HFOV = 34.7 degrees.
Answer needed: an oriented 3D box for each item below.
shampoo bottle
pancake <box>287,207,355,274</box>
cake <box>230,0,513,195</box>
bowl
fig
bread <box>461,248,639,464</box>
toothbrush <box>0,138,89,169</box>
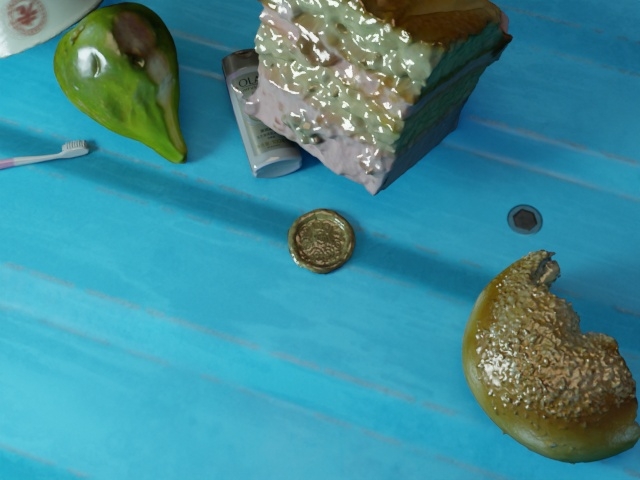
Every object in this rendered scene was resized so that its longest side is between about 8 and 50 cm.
[{"bbox_3d":[-0.098,-0.212,1.685,0.086,0.056,0.227,-12,64,-10],"label":"shampoo bottle"},{"bbox_3d":[0.000,0.001,1.603,0.115,0.011,0.115,-1,62,2],"label":"pancake"},{"bbox_3d":[0.088,-0.286,1.555,0.314,0.307,0.293,39,50,19],"label":"cake"},{"bbox_3d":[-0.518,-0.452,1.688,0.337,0.157,0.337,-14,42,13],"label":"bowl"},{"bbox_3d":[-0.302,-0.237,1.651,0.206,0.206,0.275,-29,100,-12],"label":"fig"},{"bbox_3d":[0.298,0.164,1.429,0.192,0.171,0.314,-15,64,-10],"label":"bread"},{"bbox_3d":[-0.522,-0.125,1.674,0.286,0.020,0.025,-12,56,-5],"label":"toothbrush"}]
